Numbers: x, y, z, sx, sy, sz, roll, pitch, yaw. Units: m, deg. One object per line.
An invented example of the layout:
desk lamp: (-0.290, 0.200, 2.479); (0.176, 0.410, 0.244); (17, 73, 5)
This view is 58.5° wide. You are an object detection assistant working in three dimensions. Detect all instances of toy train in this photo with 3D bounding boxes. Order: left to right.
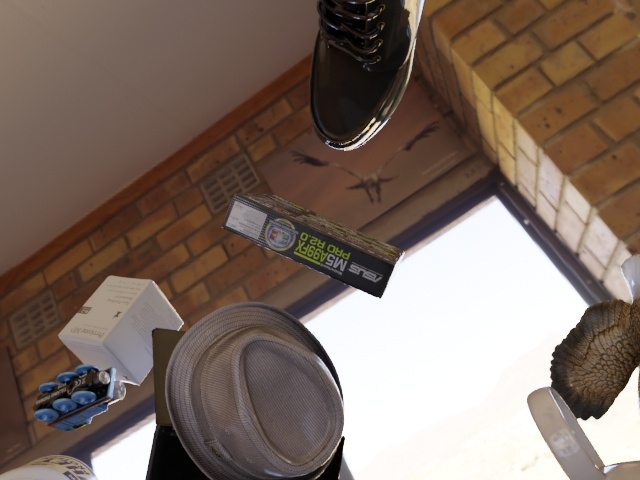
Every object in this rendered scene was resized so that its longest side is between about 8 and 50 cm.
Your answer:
toy train: (-0.453, 0.296, 1.081); (0.184, 0.080, 0.105); (-27, -42, 18)

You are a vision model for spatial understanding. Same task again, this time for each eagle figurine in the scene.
eagle figurine: (0.515, 0.187, 0.907); (0.298, 0.225, 0.226); (-53, -22, 2)

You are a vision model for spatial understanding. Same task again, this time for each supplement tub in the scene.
supplement tub: (-0.603, 0.590, 1.205); (0.235, 0.236, 0.325); (-22, -9, -16)

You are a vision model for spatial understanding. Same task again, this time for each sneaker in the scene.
sneaker: (0.020, -0.153, 0.394); (0.118, 0.083, 0.222); (-40, -25, -52)

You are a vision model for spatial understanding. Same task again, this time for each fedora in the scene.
fedora: (-0.068, 0.208, 0.769); (0.243, 0.276, 0.124); (-28, -3, -28)

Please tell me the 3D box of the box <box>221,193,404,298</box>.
box: (0.000, 0.000, 0.948); (0.216, 0.269, 0.060); (-20, -47, -78)

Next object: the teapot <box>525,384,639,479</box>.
teapot: (0.243, 0.259, 0.397); (0.187, 0.255, 0.253); (45, -116, -38)

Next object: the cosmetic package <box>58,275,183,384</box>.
cosmetic package: (-0.443, 0.199, 1.287); (0.184, 0.151, 0.152); (-60, -41, -39)

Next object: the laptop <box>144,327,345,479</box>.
laptop: (-0.173, 0.416, 1.166); (0.381, 0.408, 0.236); (13, -8, -24)
